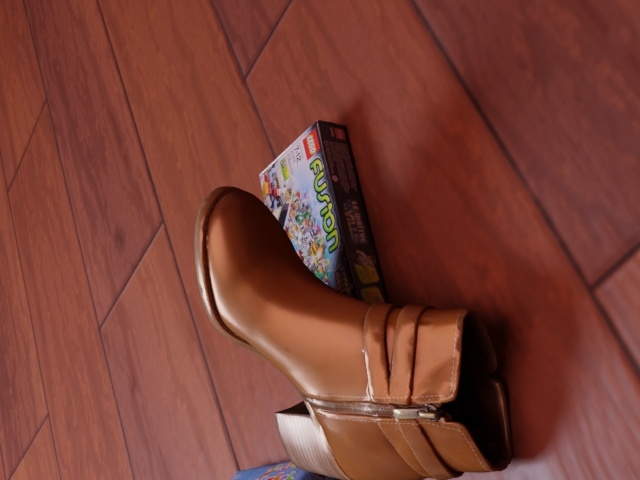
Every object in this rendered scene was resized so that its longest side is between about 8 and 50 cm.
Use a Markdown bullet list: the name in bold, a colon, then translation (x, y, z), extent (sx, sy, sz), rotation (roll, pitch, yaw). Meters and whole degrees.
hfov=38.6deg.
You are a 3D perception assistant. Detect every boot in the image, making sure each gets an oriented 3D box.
- **boot**: translation (0.023, 0.073, 0.738), extent (0.220, 0.109, 0.283), rotation (-13, 97, 46)

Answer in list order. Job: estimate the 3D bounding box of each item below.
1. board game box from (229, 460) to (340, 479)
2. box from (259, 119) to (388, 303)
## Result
- **board game box**: translation (-0.092, 0.294, 0.858), extent (0.039, 0.211, 0.160), rotation (52, 141, -9)
- **box**: translation (0.000, 0.000, 0.893), extent (0.114, 0.036, 0.207), rotation (-39, 56, 45)
